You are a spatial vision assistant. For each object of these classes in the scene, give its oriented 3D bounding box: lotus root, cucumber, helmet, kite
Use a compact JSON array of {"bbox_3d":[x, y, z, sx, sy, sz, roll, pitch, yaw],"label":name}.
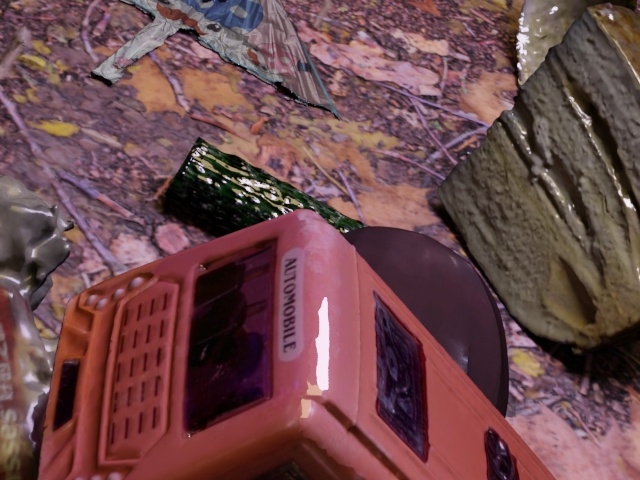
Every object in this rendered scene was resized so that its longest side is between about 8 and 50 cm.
[{"bbox_3d":[0.280,-0.035,1.580,0.149,0.267,0.260,-7,56,-40],"label":"lotus root"},{"bbox_3d":[0.000,0.000,1.538,0.293,0.068,0.067,28,37,2],"label":"cucumber"},{"bbox_3d":[0.049,0.112,1.338,0.225,0.177,0.305,18,36,-12],"label":"helmet"},{"bbox_3d":[-0.140,-0.243,1.799,0.406,0.014,0.368,29,37,7],"label":"kite"}]

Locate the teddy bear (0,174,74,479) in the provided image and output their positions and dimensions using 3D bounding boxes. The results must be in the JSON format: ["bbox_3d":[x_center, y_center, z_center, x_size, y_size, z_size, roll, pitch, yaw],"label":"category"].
[{"bbox_3d":[-0.203,0.187,1.088,0.367,0.224,0.357,37,53,13],"label":"teddy bear"}]

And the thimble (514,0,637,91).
[{"bbox_3d":[0.341,-0.232,1.839,0.150,0.271,0.271,7,40,-24],"label":"thimble"}]

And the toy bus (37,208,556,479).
[{"bbox_3d":[0.027,0.187,1.051,0.427,0.233,0.203,48,28,-36],"label":"toy bus"}]
